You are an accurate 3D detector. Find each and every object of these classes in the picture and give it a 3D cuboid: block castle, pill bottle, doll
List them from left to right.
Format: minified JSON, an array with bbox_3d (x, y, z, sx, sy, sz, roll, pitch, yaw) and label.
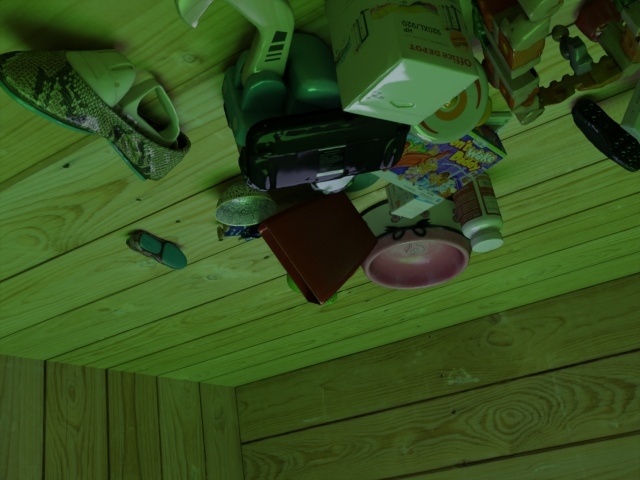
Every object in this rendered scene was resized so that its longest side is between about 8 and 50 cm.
[{"bbox_3d":[-0.221,-0.030,1.921,0.189,0.046,0.129,1,146,-38],"label":"doll"},{"bbox_3d":[0.467,-0.081,1.859,0.121,0.216,0.121,-8,157,-3],"label":"pill bottle"},{"bbox_3d":[0.423,-0.419,1.093,0.303,0.212,0.453,-26,161,8],"label":"block castle"}]

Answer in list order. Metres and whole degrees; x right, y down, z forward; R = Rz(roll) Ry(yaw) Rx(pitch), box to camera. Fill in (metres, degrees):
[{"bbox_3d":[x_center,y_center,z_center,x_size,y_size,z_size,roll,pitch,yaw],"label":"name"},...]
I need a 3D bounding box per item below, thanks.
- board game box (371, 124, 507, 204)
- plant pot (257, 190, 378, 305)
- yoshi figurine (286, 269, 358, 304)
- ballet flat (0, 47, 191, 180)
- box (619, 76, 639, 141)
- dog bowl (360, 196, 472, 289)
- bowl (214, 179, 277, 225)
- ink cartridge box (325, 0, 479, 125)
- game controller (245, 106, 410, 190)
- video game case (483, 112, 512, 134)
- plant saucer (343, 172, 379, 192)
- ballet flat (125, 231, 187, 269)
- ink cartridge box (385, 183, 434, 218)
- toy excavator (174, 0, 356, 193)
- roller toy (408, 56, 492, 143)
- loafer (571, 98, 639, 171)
[{"bbox_3d":[0.260,-0.228,1.541,0.347,0.078,0.233,19,135,-41],"label":"board game box"},{"bbox_3d":[0.000,0.000,1.754,0.236,0.267,0.267,-36,-177,-10],"label":"plant pot"},{"bbox_3d":[-0.014,0.109,2.150,0.203,0.203,0.362,17,163,-10],"label":"yoshi figurine"},{"bbox_3d":[-0.398,-0.264,1.224,0.182,0.164,0.483,-36,159,5],"label":"ballet flat"},{"bbox_3d":[0.780,-0.332,1.476,0.145,0.186,0.038,15,-171,-43],"label":"box"},{"bbox_3d":[0.304,0.023,2.042,0.408,0.150,0.408,-2,150,-1],"label":"dog bowl"},{"bbox_3d":[-0.205,-0.111,1.699,0.170,0.080,0.170,-8,157,-3],"label":"bowl"},{"bbox_3d":[0.134,-0.346,1.081,0.171,0.232,0.168,3,159,-32],"label":"ink cartridge box"},{"bbox_3d":[0.017,-0.177,1.191,0.319,0.067,0.166,-11,151,-13],"label":"game controller"},{"bbox_3d":[0.393,-0.281,1.622,0.157,0.019,0.143,-4,156,-13],"label":"video game case"},{"bbox_3d":[0.089,-0.174,1.727,0.195,0.037,0.195,-8,156,-3],"label":"plant saucer"},{"bbox_3d":[-0.506,0.031,1.934,0.079,0.076,0.221,-2,158,32],"label":"ballet flat"},{"bbox_3d":[0.261,-0.131,1.821,0.090,0.092,0.143,11,149,-39],"label":"ink cartridge box"},{"bbox_3d":[-0.081,-0.317,1.171,0.433,0.222,0.445,-1,142,-24],"label":"toy excavator"},{"bbox_3d":[0.233,-0.295,1.270,0.191,0.146,0.209,-32,118,-1],"label":"roller toy"},{"bbox_3d":[0.718,-0.261,1.575,0.076,0.223,0.078,-42,171,4],"label":"loafer"}]
